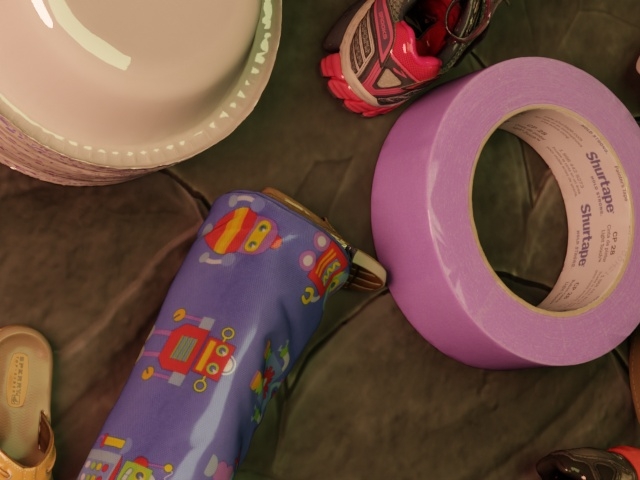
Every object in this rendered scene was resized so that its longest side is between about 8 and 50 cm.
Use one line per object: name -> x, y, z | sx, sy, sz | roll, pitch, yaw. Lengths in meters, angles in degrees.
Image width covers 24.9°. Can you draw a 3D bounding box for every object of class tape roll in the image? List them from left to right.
tape roll -> 0.182, -0.022, 1.303 | 0.275, 0.090, 0.274 | 5, 79, -31

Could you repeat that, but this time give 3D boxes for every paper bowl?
paper bowl -> -0.159, -0.189, 1.081 | 0.284, 0.148, 0.284 | 4, 82, -32

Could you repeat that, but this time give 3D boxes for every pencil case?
pencil case -> -0.084, 0.111, 1.101 | 0.119, 0.133, 0.306 | 17, 66, 18

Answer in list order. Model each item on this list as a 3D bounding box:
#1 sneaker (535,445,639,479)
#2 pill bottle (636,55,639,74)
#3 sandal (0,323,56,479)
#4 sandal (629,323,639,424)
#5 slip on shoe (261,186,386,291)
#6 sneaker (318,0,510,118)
sneaker -> 0.224, 0.307, 1.275 | 0.135, 0.098, 0.276 | 19, 71, -29
pill bottle -> 0.394, -0.134, 1.448 | 0.169, 0.094, 0.094 | 44, 63, -19
sandal -> -0.218, 0.149, 1.049 | 0.072, 0.049, 0.180 | 7, 79, -31
sandal -> 0.345, 0.076, 1.391 | 0.079, 0.088, 0.240 | -2, 79, -26
slip on shoe -> 0.000, 0.000, 1.212 | 0.135, 0.051, 0.041 | 25, 59, -20
sneaker -> 0.123, -0.228, 1.283 | 0.121, 0.112, 0.299 | 42, 63, -19
